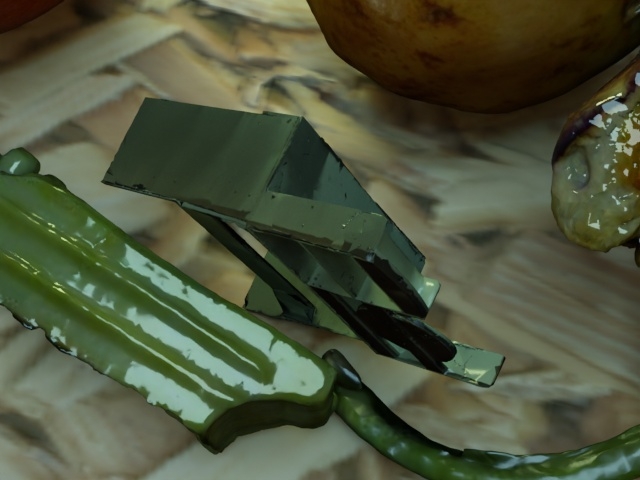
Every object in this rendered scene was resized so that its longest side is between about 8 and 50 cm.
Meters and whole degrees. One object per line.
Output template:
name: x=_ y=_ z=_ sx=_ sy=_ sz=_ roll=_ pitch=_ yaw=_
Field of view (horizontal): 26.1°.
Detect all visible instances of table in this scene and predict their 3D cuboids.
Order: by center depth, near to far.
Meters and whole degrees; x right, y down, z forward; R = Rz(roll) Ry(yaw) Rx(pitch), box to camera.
table: x=0.000 y=0.000 z=0.698 sx=0.175 sy=0.146 sz=0.062 roll=13 pitch=69 yaw=36

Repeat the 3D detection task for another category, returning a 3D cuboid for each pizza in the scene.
pizza: x=0.220 y=-0.089 z=0.687 sx=0.305 sy=0.161 sz=0.085 roll=-40 pitch=91 yaw=-27

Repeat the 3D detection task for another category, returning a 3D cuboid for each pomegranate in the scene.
pomegranate: x=0.097 y=-0.190 z=0.763 sx=0.248 sy=0.248 sz=0.248 roll=0 pitch=71 yaw=-1

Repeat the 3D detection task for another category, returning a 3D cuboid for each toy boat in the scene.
toy boat: x=-0.119 y=0.028 z=0.741 sx=0.276 sy=0.111 sz=0.084 roll=36 pitch=79 yaw=12

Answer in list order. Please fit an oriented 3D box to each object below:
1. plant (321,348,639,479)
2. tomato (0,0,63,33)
plant: x=0.206 y=0.097 z=0.741 sx=0.333 sy=0.180 sz=0.251 roll=-33 pitch=62 yaw=17
tomato: x=-0.228 y=-0.233 z=0.764 sx=0.224 sy=0.256 sz=0.256 roll=-26 pitch=72 yaw=9
